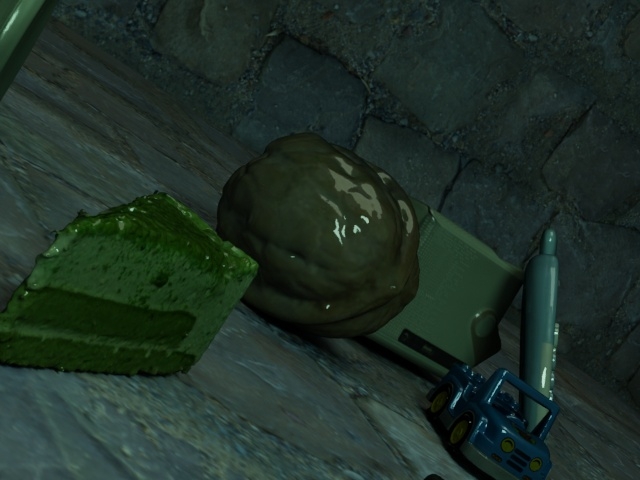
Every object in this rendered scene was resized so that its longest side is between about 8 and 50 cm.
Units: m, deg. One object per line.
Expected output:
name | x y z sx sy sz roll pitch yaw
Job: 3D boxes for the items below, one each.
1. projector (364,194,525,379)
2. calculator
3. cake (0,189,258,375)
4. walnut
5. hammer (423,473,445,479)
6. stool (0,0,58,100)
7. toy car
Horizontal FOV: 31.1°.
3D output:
projector | 0.128 0.059 1.451 0.242 0.177 0.163 32 0 -36
calculator | 0.261 0.127 1.377 0.042 0.302 0.188 2 -32 9
cake | -0.113 0.035 0.702 0.099 0.100 0.235 36 6 1
walnut | 0.000 0.000 1.189 0.224 0.224 0.224 35 6 -4
hammer | 0.122 0.234 0.863 0.078 0.021 0.201 33 7 -29
stool | -0.311 -0.177 0.838 0.199 0.195 0.195 30 8 -12
toy car | 0.186 0.186 1.208 0.097 0.100 0.191 34 7 -15
